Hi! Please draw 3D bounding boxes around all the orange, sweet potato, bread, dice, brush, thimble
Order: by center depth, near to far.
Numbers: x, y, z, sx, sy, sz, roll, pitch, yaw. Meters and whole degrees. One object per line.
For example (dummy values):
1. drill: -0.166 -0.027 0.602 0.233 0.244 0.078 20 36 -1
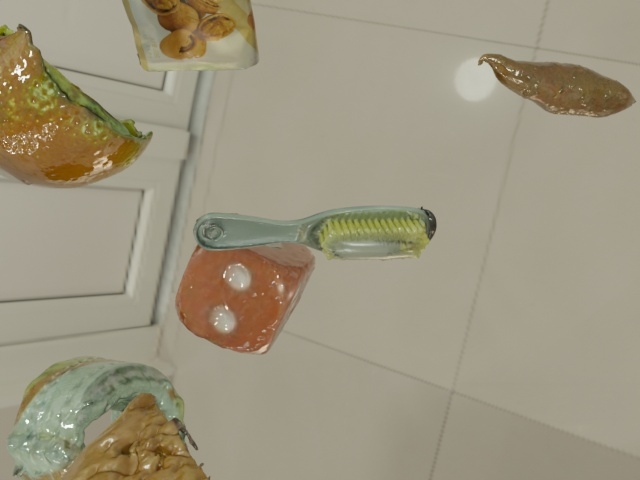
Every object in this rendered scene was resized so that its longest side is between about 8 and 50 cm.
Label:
1. bread: -0.110 0.222 0.625 0.139 0.143 0.229 -35 31 -13
2. sweet potato: 0.263 -0.172 1.043 0.068 0.206 0.060 46 121 60
3. brush: 0.000 0.000 1.104 0.297 0.060 0.068 -1 123 -10
4. orange: -0.401 -0.177 1.321 0.335 0.262 0.196 17 89 26
5. dice: -0.123 0.071 1.510 0.175 0.174 0.179 28 107 3
6. thimble: -0.359 0.321 1.528 0.167 0.288 0.254 2 87 35

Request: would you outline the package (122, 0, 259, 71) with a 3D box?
1. package: -0.222 -0.460 1.593 0.221 0.311 0.165 -1 51 8
